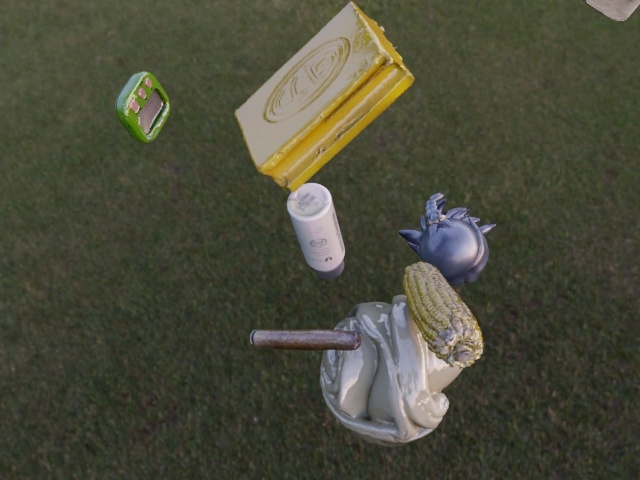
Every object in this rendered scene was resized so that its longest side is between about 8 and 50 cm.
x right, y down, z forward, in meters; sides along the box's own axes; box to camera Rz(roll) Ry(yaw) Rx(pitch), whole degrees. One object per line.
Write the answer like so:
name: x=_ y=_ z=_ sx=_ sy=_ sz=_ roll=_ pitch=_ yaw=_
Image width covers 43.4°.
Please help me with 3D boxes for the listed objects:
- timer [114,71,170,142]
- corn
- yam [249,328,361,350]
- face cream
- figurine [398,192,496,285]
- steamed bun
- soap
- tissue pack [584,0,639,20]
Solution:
timer: x=-0.389 y=-0.291 z=1.763 sx=0.047 sy=0.128 sz=0.140 roll=1 pitch=52 yaw=28
corn: x=0.233 y=0.139 z=1.595 sx=0.115 sy=0.115 sz=0.317 roll=-12 pitch=27 yaw=-7
yam: x=-0.032 y=0.207 z=1.674 sx=0.264 sy=0.046 sz=0.046 roll=-2 pitch=39 yaw=31
face cream: x=0.000 y=0.000 z=1.686 sx=0.092 sy=0.311 sz=0.092 roll=-4 pitch=60 yaw=7
figurine: x=0.318 y=-0.002 z=2.014 sx=0.197 sy=0.175 sz=0.265 roll=19 pitch=21 yaw=-32
steamed bun: x=0.134 y=0.274 z=1.786 sx=0.255 sy=0.368 sz=0.342 roll=28 pitch=58 yaw=-13
soap: x=0.000 y=-0.264 z=1.477 sx=0.324 sy=0.096 sz=0.204 roll=-41 pitch=47 yaw=18
tissue pack: x=0.422 y=-0.427 z=1.230 sx=0.103 sy=0.090 sz=0.170 roll=12 pitch=45 yaw=-32
